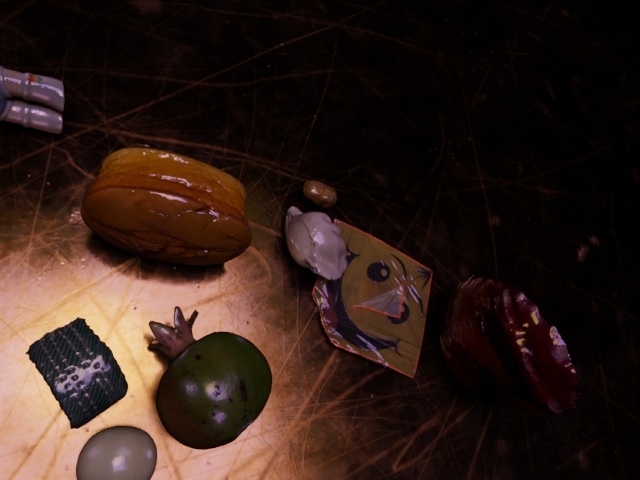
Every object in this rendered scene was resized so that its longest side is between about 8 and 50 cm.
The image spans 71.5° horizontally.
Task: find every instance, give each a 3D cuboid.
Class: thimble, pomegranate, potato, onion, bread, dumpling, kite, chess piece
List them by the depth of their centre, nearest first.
[{"bbox_3d":[-0.295,0.386,0.600,0.144,0.144,0.251,12,61,-21],"label":"chess piece"},{"bbox_3d":[-0.352,0.193,0.649,0.090,0.118,0.135,-33,71,-36],"label":"thimble"},{"bbox_3d":[-0.185,0.209,0.701,0.224,0.181,0.181,41,57,18],"label":"pomegranate"},{"bbox_3d":[-0.248,-0.045,0.745,0.269,0.195,0.143,13,56,-24],"label":"bread"},{"bbox_3d":[0.353,0.225,0.897,0.146,0.280,0.314,-20,80,-15],"label":"onion"},{"bbox_3d":[0.000,0.000,0.899,0.127,0.108,0.188,-1,48,-39],"label":"dumpling"},{"bbox_3d":[0.131,0.112,0.967,0.327,0.013,0.378,-16,76,-30],"label":"kite"},{"bbox_3d":[0.000,-0.101,0.970,0.083,0.040,0.051,26,53,-17],"label":"potato"}]

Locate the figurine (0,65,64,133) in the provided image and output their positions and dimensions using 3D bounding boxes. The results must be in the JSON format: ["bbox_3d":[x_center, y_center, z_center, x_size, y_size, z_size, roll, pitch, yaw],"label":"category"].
[{"bbox_3d":[-0.617,-0.230,0.681,0.382,0.224,0.205,12,41,-47],"label":"figurine"}]
